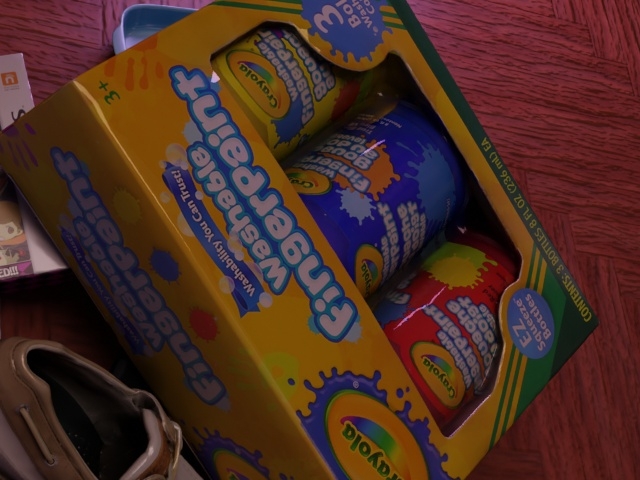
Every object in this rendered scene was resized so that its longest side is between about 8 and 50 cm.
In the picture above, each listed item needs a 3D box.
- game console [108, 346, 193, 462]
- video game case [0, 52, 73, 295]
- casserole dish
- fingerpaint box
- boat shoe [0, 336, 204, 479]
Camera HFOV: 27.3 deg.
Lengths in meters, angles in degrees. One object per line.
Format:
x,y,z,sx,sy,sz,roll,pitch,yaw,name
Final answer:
-0.106,0.033,1.185,0.213,0.044,0.361,40,53,-22,game console
-0.341,-0.043,1.093,0.232,0.042,0.210,-10,70,-17,video game case
-0.128,-0.182,1.349,0.188,0.037,0.114,2,60,-29,casserole dish
0.000,0.000,1.145,0.371,0.163,0.445,-38,100,-41,fingerpaint box
-0.157,0.174,0.995,0.302,0.103,0.113,40,38,-37,boat shoe
